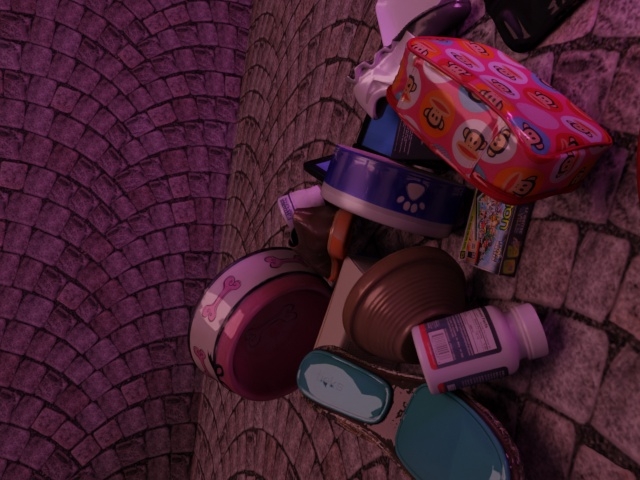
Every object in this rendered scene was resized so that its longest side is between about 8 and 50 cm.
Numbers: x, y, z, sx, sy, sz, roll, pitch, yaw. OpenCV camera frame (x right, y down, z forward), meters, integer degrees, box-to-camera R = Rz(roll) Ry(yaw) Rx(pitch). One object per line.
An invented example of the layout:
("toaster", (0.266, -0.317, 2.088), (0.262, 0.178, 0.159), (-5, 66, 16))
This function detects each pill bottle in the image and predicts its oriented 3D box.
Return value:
("pill bottle", (0.238, 0.158, 0.814), (0.108, 0.180, 0.107), (-17, -90, -82))

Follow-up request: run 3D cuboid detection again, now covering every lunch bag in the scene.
("lunch bag", (0.269, -0.190, 0.798), (0.293, 0.258, 0.120), (53, 140, 30))

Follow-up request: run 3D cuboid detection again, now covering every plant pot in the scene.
("plant pot", (0.166, 0.135, 0.936), (0.109, 0.238, 0.237), (56, 132, 48))

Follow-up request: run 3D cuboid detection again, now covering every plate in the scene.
("plate", (0.232, -0.593, 1.304), (0.277, 0.045, 0.277), (128, 144, -49))

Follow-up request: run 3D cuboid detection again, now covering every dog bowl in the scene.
("dog bowl", (-0.120, 0.229, 1.380), (0.150, 0.408, 0.407), (34, 113, 46))
("dog bowl", (0.139, -0.098, 1.044), (0.265, 0.265, 0.104), (42, 118, 63))

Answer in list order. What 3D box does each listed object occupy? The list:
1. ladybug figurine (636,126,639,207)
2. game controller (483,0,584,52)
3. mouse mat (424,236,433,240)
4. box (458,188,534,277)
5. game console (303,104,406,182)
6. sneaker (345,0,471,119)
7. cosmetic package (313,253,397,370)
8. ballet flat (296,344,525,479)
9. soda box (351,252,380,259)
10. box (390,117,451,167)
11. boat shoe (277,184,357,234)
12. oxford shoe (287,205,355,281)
("ladybug figurine", (0.430, -0.048, 0.490), (0.305, 0.162, 0.449), (133, 140, -52))
("game controller", (0.392, -0.456, 0.862), (0.319, 0.067, 0.166), (-45, 65, 54))
("mouse mat", (0.131, -0.050, 1.137), (0.007, 0.190, 0.152), (-67, 25, 9))
("box", (0.308, -0.050, 0.927), (0.114, 0.036, 0.206), (-155, 76, -66))
("game console", (0.100, -0.252, 1.327), (0.293, 0.250, 0.173), (-137, 33, -63))
("sneaker", (0.213, -0.390, 1.198), (0.331, 0.122, 0.146), (-32, 80, 42))
("cosmetic package", (0.094, 0.198, 1.163), (0.113, 0.160, 0.309), (-129, 54, -61))
("ballet flat", (0.158, 0.306, 0.924), (0.483, 0.182, 0.164), (14, 76, 49))
("soda box", (0.094, 0.140, 1.299), (0.071, 0.067, 0.210), (161, 116, -64))
("box", (0.244, -0.219, 1.048), (0.207, 0.108, 0.153), (24, 103, 65))
("boat shoe", (0.021, -0.066, 1.386), (0.135, 0.157, 0.367), (68, -171, 20))
("oxford shoe", (0.000, 0.000, 1.238), (0.363, 0.133, 0.129), (94, -167, -70))
